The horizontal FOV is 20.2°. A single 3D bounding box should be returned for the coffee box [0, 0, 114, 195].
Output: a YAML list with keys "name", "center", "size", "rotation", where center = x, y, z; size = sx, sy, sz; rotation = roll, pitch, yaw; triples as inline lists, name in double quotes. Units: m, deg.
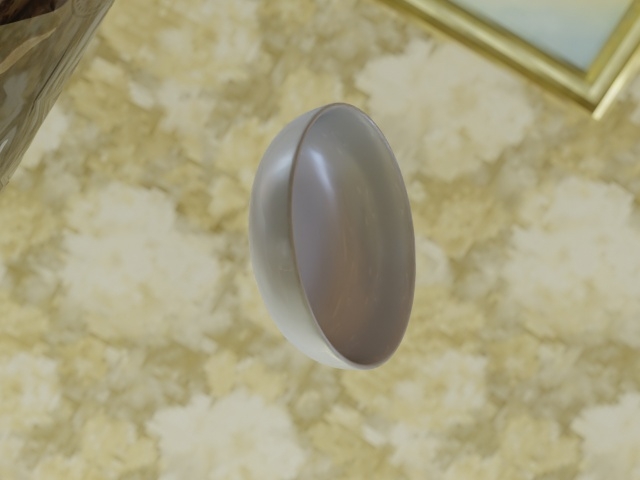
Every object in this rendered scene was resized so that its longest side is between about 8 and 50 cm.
- name: "coffee box"
  center: [-0.169, -0.053, 0.378]
  size: [0.119, 0.168, 0.297]
  rotation: [41, -152, 11]

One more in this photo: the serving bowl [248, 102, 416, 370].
- name: "serving bowl"
  center: [0.000, 0.000, 0.559]
  size: [0.027, 0.083, 0.083]
  rotation: [-7, -167, 27]
